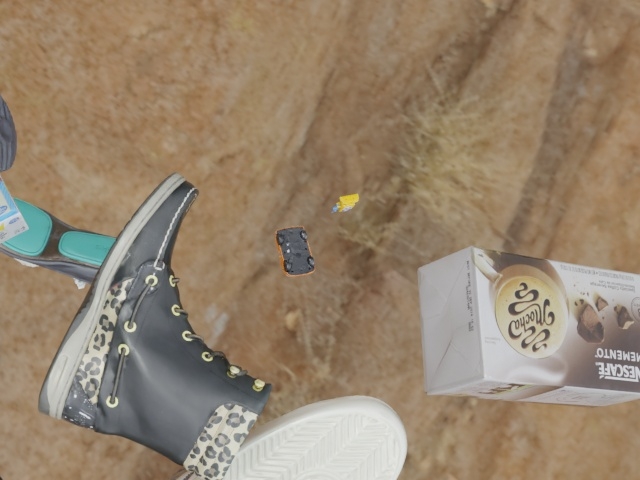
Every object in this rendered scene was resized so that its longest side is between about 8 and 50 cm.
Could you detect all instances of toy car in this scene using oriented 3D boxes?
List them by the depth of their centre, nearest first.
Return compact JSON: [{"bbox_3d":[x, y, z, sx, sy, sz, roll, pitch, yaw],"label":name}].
[{"bbox_3d":[0.000,0.000,1.358,0.122,0.060,0.040,-28,168,-24],"label":"toy car"}]

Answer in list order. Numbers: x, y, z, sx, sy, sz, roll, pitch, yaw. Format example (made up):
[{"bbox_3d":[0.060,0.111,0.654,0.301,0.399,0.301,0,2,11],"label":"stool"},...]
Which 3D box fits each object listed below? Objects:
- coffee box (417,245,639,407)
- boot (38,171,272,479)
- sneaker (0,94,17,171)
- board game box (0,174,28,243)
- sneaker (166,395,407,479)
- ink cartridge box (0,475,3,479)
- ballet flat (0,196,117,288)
[{"bbox_3d":[0.278,0.118,1.566,0.297,0.119,0.168,10,69,-32],"label":"coffee box"},{"bbox_3d":[-0.115,0.079,1.059,0.179,0.085,0.236,27,81,1],"label":"boot"},{"bbox_3d":[-0.412,-0.131,1.097,0.131,0.112,0.319,-16,156,23],"label":"sneaker"},{"bbox_3d":[-0.325,-0.017,0.980,0.154,0.103,0.026,-28,150,-10],"label":"board game box"},{"bbox_3d":[-0.074,0.245,1.184,0.350,0.148,0.131,-32,100,9],"label":"sneaker"},{"bbox_3d":[-0.117,0.118,0.398,0.045,0.208,0.206,-22,133,-6],"label":"ink cartridge box"},{"bbox_3d":[-0.298,0.010,1.355,0.203,0.074,0.074,19,103,-4],"label":"ballet flat"}]
